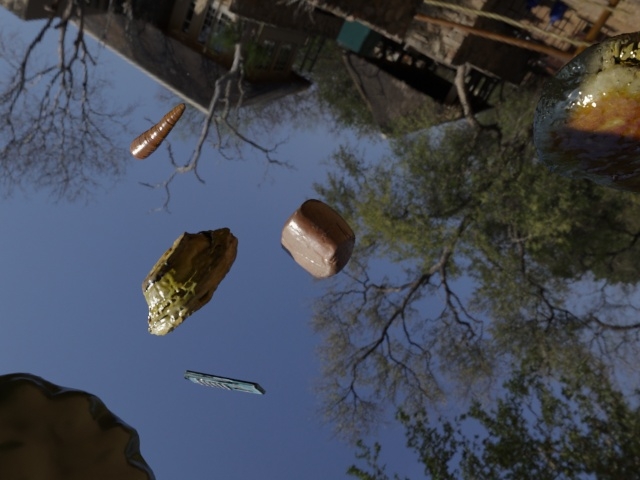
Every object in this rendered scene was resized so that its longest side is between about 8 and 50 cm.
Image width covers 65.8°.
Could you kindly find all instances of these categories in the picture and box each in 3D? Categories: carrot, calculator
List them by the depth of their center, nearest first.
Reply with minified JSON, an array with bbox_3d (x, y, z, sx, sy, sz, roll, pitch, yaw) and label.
[{"bbox_3d":[-0.199,0.292,1.018,0.171,0.057,0.018,4,-119,18],"label":"calculator"},{"bbox_3d":[-0.353,-0.238,1.080,0.048,0.216,0.048,28,-131,-37],"label":"carrot"}]

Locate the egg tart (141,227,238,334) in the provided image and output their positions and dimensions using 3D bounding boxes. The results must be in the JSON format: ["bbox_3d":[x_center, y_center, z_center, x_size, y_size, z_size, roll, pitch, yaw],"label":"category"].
[{"bbox_3d":[-0.312,0.073,1.131,0.123,0.294,0.294,43,-160,-19],"label":"egg tart"}]

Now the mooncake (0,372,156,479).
[{"bbox_3d":[-0.363,0.325,0.531,0.356,0.194,0.357,27,-137,-28],"label":"mooncake"}]

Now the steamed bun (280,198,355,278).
[{"bbox_3d":[0.000,0.000,1.015,0.144,0.175,0.106,38,-119,6],"label":"steamed bun"}]

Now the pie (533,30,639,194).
[{"bbox_3d":[0.296,-0.104,0.468,0.193,0.163,0.079,21,-121,-14],"label":"pie"}]
